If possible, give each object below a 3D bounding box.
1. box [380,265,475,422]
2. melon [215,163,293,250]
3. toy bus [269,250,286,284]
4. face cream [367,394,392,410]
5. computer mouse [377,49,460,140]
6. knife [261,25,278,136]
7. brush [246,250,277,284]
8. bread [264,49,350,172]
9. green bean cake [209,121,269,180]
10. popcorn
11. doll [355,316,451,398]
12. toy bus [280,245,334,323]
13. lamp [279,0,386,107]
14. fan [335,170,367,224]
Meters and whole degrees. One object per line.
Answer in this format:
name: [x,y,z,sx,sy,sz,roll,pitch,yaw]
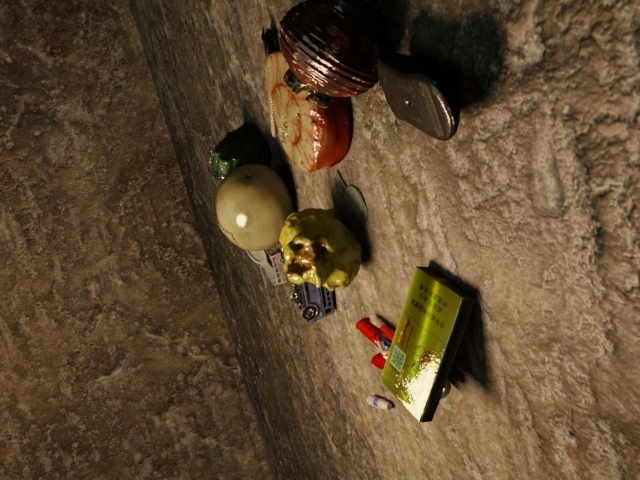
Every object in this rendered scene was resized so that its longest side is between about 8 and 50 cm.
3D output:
box: [0.236,0.233,1.375,0.173,0.043,0.312,38,119,54]
melon: [-0.226,-0.102,2.064,0.269,0.268,0.330,57,162,32]
toy bus: [-0.168,0.108,2.392,0.037,0.052,0.131,30,135,61]
face cream: [0.188,0.512,1.894,0.130,0.034,0.034,-11,98,69]
computer mouse: [0.195,-0.279,1.135,0.264,0.088,0.147,42,161,50]
knife: [-0.146,-0.477,1.864,0.365,0.043,0.089,90,-175,-45]
brush: [-0.236,0.102,2.556,0.297,0.068,0.060,49,170,40]
bread: [-0.034,-0.346,1.598,0.295,0.114,0.328,27,132,59]
green bean cake: [-0.304,-0.323,2.150,0.193,0.208,0.107,56,152,28]
popcorn: [0.002,0.020,1.689,0.256,0.255,0.195,44,134,-2]
doll: [0.216,0.318,1.592,0.384,0.099,0.188,27,142,65]
toy bus: [-0.036,0.118,1.973,0.125,0.133,0.292,-132,28,-55]
lamp: [0.022,-0.397,1.259,0.247,0.246,0.247,50,151,42]
fan: [0.082,-0.121,1.651,0.175,0.005,0.113,61,157,19]
